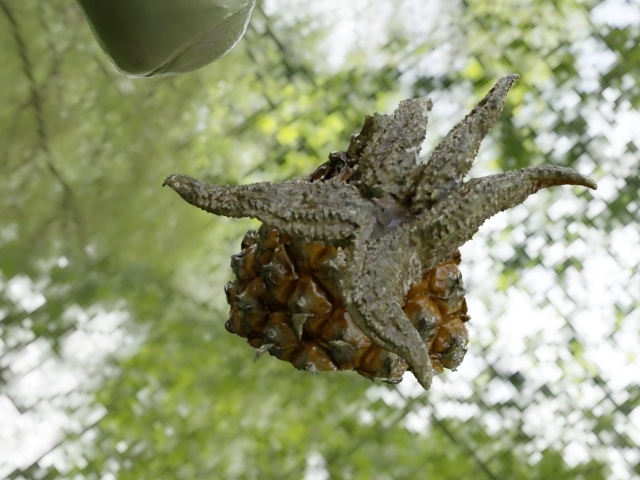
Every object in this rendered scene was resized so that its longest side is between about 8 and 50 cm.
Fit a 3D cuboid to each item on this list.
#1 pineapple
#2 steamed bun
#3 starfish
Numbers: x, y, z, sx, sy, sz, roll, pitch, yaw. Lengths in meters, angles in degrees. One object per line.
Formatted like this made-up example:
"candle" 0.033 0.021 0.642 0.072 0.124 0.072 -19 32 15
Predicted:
"pineapple" 0.000 -0.004 2.178 0.344 0.209 0.286 14 -74 36
"steamed bun" -0.194 -0.280 2.152 0.200 0.155 0.250 63 -22 -4
"starfish" 0.070 -0.044 1.626 0.301 0.293 0.084 33 -31 29
